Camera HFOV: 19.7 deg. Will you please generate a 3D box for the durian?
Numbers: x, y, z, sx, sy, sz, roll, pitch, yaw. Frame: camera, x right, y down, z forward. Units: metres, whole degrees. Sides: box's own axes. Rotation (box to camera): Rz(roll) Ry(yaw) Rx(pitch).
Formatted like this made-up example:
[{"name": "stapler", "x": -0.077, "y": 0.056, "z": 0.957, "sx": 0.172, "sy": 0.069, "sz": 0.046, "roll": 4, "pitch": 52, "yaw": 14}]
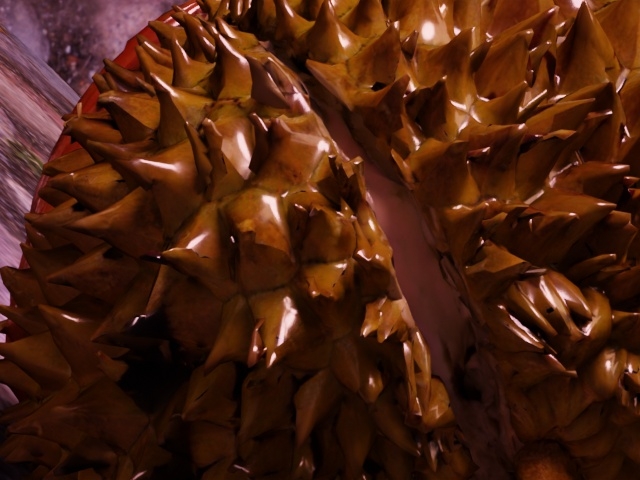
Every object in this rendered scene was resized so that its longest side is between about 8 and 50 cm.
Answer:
[{"name": "durian", "x": 0.039, "y": 0.024, "z": 0.727, "sx": 0.347, "sy": 0.347, "sz": 0.384, "roll": 42, "pitch": 7, "yaw": -22}]
